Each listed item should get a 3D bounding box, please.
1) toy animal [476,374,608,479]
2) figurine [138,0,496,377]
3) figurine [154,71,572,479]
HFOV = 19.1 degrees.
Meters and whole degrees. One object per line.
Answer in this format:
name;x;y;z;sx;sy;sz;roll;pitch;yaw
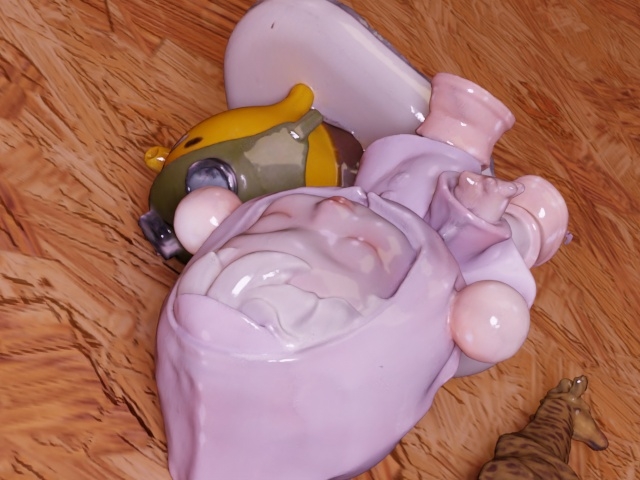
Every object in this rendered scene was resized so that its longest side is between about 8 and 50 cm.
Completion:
toy animal;0.134;0.152;1.078;0.149;0.054;0.275;34;23;-25
figurine;0.000;0.000;1.045;0.250;0.166;0.141;52;42;-6
figurine;0.023;0.024;0.930;0.200;0.133;0.276;21;41;32
